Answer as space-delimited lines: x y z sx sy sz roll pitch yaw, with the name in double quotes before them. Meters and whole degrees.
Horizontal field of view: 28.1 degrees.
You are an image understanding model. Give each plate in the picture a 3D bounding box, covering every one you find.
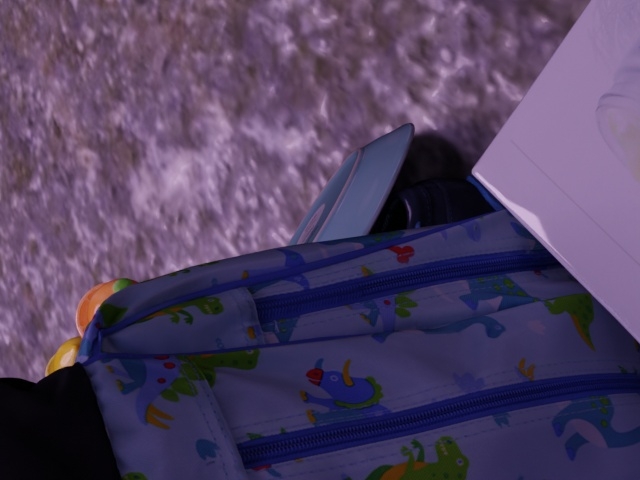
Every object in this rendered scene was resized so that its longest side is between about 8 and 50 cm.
"plate" 0.000 0.000 0.815 0.188 0.024 0.188 -58 7 11

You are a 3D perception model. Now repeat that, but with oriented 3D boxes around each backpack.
"backpack" 0.013 0.123 0.618 0.290 0.355 0.273 106 158 -51

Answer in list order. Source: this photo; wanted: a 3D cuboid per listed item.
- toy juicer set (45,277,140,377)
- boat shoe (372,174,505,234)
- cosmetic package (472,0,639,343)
"toy juicer set" -0.206 0.184 1.103 0.209 0.089 0.329 43 120 44
"boat shoe" 0.023 0.066 0.819 0.109 0.089 0.258 41 119 45
"cosmetic package" 0.219 -0.040 0.512 0.224 0.138 0.224 -58 45 20
